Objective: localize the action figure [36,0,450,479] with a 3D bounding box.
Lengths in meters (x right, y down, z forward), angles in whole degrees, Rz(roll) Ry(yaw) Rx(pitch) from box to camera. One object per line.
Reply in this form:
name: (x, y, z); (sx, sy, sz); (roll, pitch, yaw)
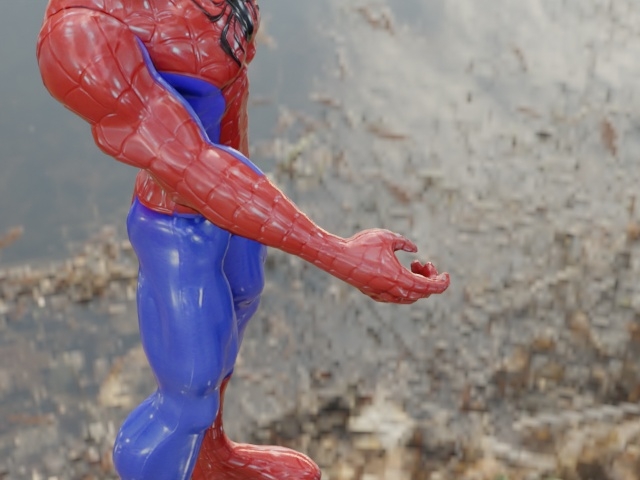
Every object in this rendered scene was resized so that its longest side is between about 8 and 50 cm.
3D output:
action figure: (0.000, 0.000, 0.523); (0.139, 0.280, 0.091); (5, 44, 13)
